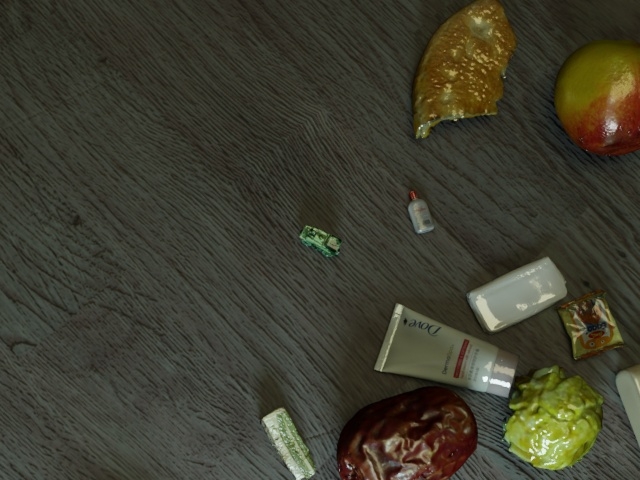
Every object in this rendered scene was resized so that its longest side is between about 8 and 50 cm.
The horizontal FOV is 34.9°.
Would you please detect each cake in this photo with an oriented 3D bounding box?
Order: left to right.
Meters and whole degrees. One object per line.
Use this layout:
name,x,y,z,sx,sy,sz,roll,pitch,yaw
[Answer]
cake,-0.058,0.359,1.801,0.051,0.055,0.140,-29,95,-15

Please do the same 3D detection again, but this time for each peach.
peach,0.562,-0.274,1.962,0.231,0.231,0.230,2,72,-6

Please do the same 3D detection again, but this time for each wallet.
wallet,0.376,0.103,1.924,0.190,0.033,0.095,-22,78,-12

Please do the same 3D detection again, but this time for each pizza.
pizza,0.290,-0.345,2.035,0.182,0.074,0.365,22,71,3

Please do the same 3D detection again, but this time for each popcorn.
popcorn,0.406,0.303,1.799,0.198,0.198,0.212,-2,49,-7

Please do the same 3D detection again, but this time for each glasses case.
glasses case,0.598,0.323,1.852,0.050,0.083,0.196,-15,76,-10

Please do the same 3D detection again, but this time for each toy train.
toy train,0.000,0.000,1.905,0.083,0.053,0.033,29,72,2

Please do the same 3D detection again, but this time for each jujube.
jujube,0.145,0.354,1.755,0.243,0.183,0.183,-24,76,-20

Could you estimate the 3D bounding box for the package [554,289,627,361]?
package,0.508,0.159,1.921,0.108,0.031,0.120,-16,75,-10

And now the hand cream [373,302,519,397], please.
hand cream,0.235,0.207,1.859,0.248,0.083,0.133,15,69,9

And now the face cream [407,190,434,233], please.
face cream,0.190,-0.056,1.959,0.040,0.021,0.083,-14,75,-10
